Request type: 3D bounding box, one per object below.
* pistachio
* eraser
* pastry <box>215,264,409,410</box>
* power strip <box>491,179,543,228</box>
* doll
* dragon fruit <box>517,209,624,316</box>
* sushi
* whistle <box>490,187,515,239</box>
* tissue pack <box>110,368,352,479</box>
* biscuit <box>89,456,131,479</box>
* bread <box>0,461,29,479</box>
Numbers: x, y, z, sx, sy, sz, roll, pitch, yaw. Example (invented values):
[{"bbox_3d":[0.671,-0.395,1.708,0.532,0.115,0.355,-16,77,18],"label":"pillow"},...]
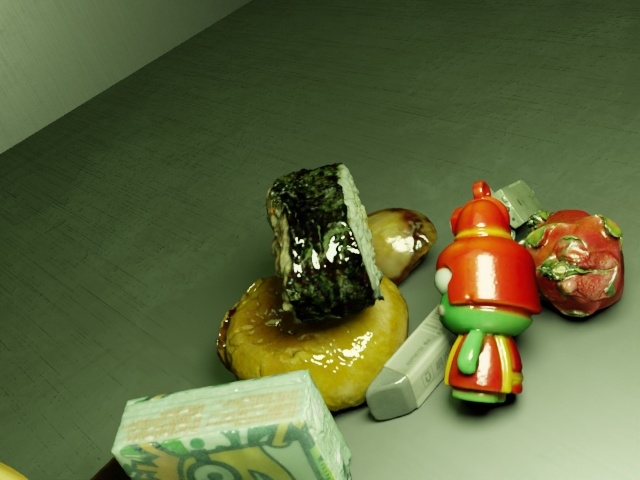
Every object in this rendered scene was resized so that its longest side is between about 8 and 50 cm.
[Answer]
[{"bbox_3d":[0.142,0.015,1.560,0.210,0.131,0.165,-21,73,32],"label":"pistachio"},{"bbox_3d":[0.207,0.174,1.340,0.061,0.089,0.352,19,52,40],"label":"eraser"},{"bbox_3d":[-0.011,0.165,1.405,0.356,0.163,0.356,-11,35,8],"label":"pastry"},{"bbox_3d":[0.386,-0.072,1.519,0.029,0.080,0.227,-38,-9,28],"label":"power strip"},{"bbox_3d":[0.269,0.077,1.246,0.160,0.183,0.362,-11,74,32],"label":"doll"},{"bbox_3d":[0.414,0.024,1.343,0.200,0.198,0.269,11,21,-34],"label":"dragon fruit"},{"bbox_3d":[0.000,0.000,1.317,0.171,0.210,0.350,-19,32,6],"label":"sushi"},{"bbox_3d":[0.345,-0.029,1.557,0.114,0.077,0.235,-50,18,32],"label":"whistle"},{"bbox_3d":[-0.128,0.329,1.186,0.311,0.227,0.128,-13,36,14],"label":"tissue pack"},{"bbox_3d":[-0.291,0.385,1.333,0.106,0.070,0.252,16,49,41],"label":"biscuit"},{"bbox_3d":[-0.557,0.510,1.057,0.424,0.329,0.245,-57,5,-9],"label":"bread"}]
